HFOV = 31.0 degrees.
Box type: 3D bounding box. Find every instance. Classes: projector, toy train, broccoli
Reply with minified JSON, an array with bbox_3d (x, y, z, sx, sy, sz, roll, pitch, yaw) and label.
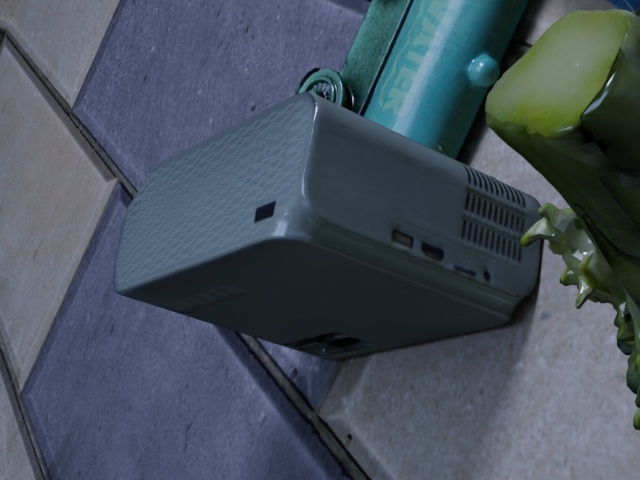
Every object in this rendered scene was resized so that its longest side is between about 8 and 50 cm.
[{"bbox_3d":[0.000,0.000,0.812,0.250,0.198,0.108,-20,55,52],"label":"projector"},{"bbox_3d":[0.079,-0.145,0.890,0.159,0.101,0.248,29,98,47],"label":"toy train"},{"bbox_3d":[0.181,-0.012,0.472,0.263,0.243,0.247,-26,48,46],"label":"broccoli"}]

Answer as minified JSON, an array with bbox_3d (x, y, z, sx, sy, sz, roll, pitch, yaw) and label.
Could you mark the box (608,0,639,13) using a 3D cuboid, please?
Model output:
[{"bbox_3d":[0.196,-0.265,0.782,0.139,0.073,0.194,-53,33,26],"label":"box"}]
